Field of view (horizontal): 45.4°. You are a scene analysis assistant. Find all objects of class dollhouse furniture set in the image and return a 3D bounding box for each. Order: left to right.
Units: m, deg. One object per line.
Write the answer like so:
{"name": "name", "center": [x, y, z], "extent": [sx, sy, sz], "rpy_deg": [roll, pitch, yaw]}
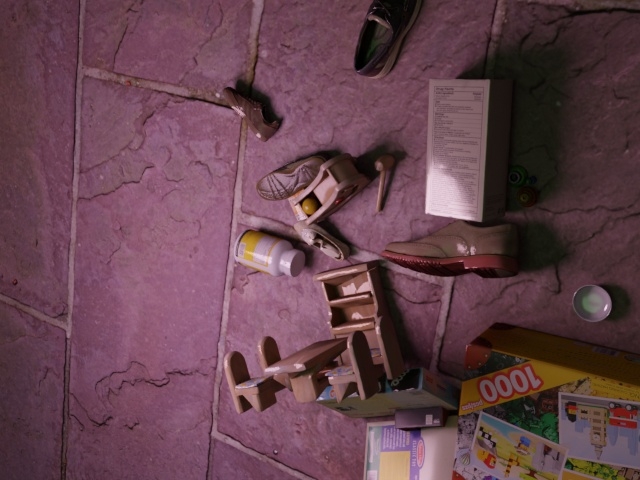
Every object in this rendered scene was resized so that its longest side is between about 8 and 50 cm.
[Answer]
{"name": "dollhouse furniture set", "center": [0.013, 0.219, 1.848], "extent": [0.362, 0.394, 0.257], "rpy_deg": [-14, 92, 33]}

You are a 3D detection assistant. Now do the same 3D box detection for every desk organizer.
{"name": "desk organizer", "center": [0.253, 0.444, 1.896], "extent": [0.130, 0.050, 0.047], "rpy_deg": [-13, 62, 32]}

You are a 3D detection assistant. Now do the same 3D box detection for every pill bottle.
{"name": "pill bottle", "center": [-0.137, 0.039, 2.080], "extent": [0.184, 0.103, 0.103], "rpy_deg": [18, 109, 28]}

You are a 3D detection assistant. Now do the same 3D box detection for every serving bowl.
{"name": "serving bowl", "center": [0.599, 0.135, 1.680], "extent": [0.083, 0.027, 0.083], "rpy_deg": [7, 104, 31]}

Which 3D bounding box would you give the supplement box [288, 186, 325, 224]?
{"name": "supplement box", "center": [-0.038, -0.085, 2.031], "extent": [0.062, 0.036, 0.098], "rpy_deg": [-27, 85, 34]}

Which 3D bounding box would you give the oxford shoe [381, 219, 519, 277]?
{"name": "oxford shoe", "center": [0.308, 0.014, 1.810], "extent": [0.348, 0.123, 0.130], "rpy_deg": [3, 75, 33]}

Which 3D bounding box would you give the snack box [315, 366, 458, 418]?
{"name": "snack box", "center": [0.160, 0.387, 1.918], "extent": [0.322, 0.187, 0.060], "rpy_deg": [-14, 57, 33]}

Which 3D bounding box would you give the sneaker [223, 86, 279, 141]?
{"name": "sneaker", "center": [-0.183, -0.355, 2.063], "extent": [0.071, 0.066, 0.188], "rpy_deg": [-42, 82, 14]}

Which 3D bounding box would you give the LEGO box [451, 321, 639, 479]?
{"name": "LEGO box", "center": [0.565, 0.427, 1.663], "extent": [0.500, 0.193, 0.373], "rpy_deg": [11, 105, 30]}

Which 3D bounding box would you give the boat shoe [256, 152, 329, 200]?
{"name": "boat shoe", "center": [-0.067, -0.170, 2.012], "extent": [0.223, 0.073, 0.080], "rpy_deg": [-22, 106, 30]}

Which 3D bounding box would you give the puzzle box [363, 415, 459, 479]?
{"name": "puzzle box", "center": [0.228, 0.643, 1.877], "extent": [0.272, 0.052, 0.409], "rpy_deg": [-14, 58, 34]}

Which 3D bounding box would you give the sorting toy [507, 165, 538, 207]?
{"name": "sorting toy", "center": [0.451, -0.122, 1.711], "extent": [0.061, 0.042, 0.102], "rpy_deg": [-36, 80, 32]}

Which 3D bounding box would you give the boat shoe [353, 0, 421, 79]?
{"name": "boat shoe", "center": [0.153, -0.515, 1.787], "extent": [0.103, 0.092, 0.285], "rpy_deg": [33, 115, 23]}

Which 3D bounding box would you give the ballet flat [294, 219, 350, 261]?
{"name": "ballet flat", "center": [0.000, 0.000, 1.990], "extent": [0.168, 0.052, 0.057], "rpy_deg": [28, 126, 7]}

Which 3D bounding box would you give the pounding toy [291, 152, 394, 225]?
{"name": "pounding toy", "center": [0.060, -0.115, 1.893], "extent": [0.269, 0.154, 0.155], "rpy_deg": [-40, 78, 32]}

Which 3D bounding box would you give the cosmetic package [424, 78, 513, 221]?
{"name": "cosmetic package", "center": [0.331, -0.207, 1.717], "extent": [0.160, 0.113, 0.310], "rpy_deg": [12, 106, 40]}
